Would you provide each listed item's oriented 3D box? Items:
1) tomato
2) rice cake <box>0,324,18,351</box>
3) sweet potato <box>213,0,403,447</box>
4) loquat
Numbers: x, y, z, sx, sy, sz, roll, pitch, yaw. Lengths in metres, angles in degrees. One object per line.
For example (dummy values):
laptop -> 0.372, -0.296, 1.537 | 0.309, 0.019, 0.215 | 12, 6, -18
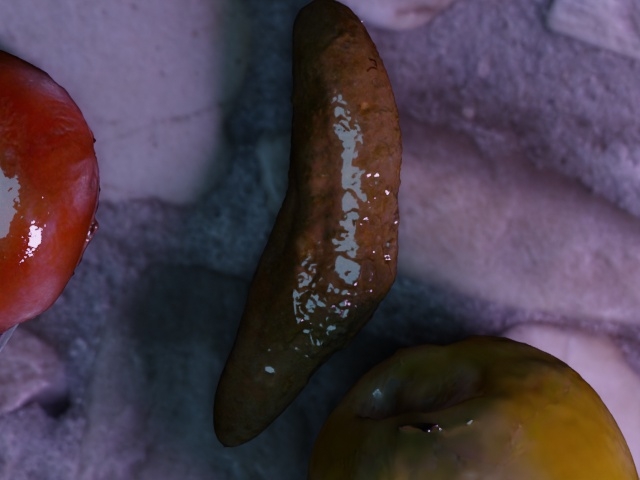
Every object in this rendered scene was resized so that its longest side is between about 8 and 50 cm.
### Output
tomato -> -0.268, -0.034, 1.022 | 0.225, 0.085, 0.225 | 0, 92, 0
rice cake -> -0.263, 0.097, 1.078 | 0.033, 0.033, 0.207 | 34, 92, 2
sweet potato -> 0.004, -0.001, 1.062 | 0.114, 0.092, 0.341 | 14, 96, 19
loquat -> 0.112, 0.188, 1.032 | 0.244, 0.244, 0.243 | -1, 97, -5
